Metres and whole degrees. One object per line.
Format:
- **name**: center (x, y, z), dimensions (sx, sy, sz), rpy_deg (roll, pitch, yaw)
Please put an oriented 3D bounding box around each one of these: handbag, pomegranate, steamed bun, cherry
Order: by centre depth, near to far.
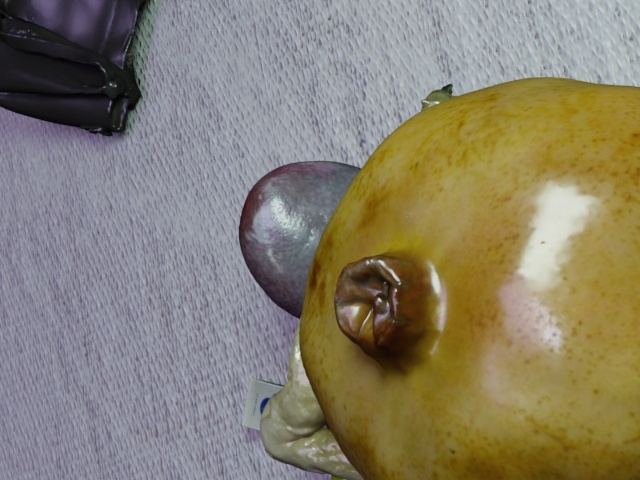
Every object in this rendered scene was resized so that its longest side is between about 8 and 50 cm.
- **pomegranate**: center (0.172, 0.072, 1.201), dimensions (0.416, 0.416, 0.417), rpy_deg (-12, 73, 45)
- **steamed bun**: center (0.033, 0.130, 1.475), dimensions (0.172, 0.141, 0.155), rpy_deg (10, 113, 33)
- **cherry**: center (-0.002, 0.003, 1.556), dimensions (0.140, 0.176, 0.176), rpy_deg (-32, 58, 59)
- **handbag**: center (-0.312, -0.289, 1.995), dimensions (0.257, 0.113, 0.285), rpy_deg (18, 94, 40)

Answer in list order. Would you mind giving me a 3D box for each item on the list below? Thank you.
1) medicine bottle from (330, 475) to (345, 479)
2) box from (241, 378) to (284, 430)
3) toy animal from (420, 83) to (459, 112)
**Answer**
- **medicine bottle**: center (0.035, 0.234, 1.552), dimensions (0.047, 0.047, 0.083), rpy_deg (19, 95, 47)
- **box**: center (-0.046, 0.181, 1.667), dimensions (0.083, 0.024, 0.054), rpy_deg (8, 90, 46)
- **toy animal**: center (0.111, -0.038, 1.479), dimensions (0.101, 0.103, 0.219), rpy_deg (21, 98, 36)
